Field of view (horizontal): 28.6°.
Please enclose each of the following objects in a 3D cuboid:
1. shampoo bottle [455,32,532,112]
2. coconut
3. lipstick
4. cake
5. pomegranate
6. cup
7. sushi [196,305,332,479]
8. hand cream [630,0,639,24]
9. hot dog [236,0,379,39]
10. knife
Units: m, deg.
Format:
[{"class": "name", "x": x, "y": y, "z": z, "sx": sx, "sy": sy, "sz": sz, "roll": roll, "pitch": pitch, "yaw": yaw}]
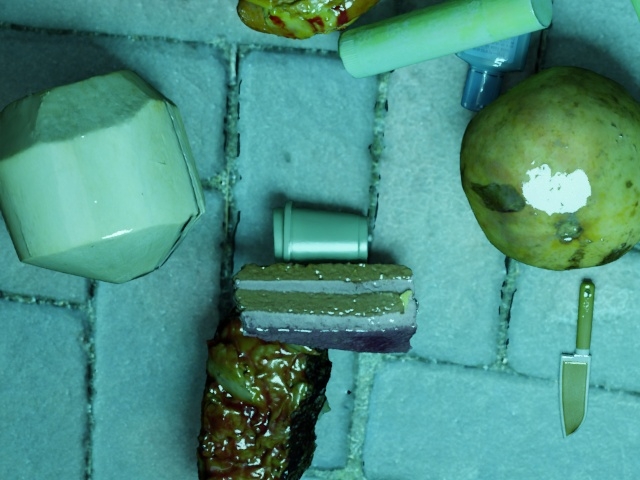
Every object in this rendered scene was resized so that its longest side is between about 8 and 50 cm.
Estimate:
[{"class": "shampoo bottle", "x": 0.246, "y": -0.304, "z": 1.736, "sx": 0.103, "sy": 0.061, "sz": 0.258, "roll": 16, "pitch": 107, "yaw": 14}, {"class": "coconut", "x": -0.323, "y": -0.079, "z": 1.801, "sx": 0.323, "sy": 0.323, "sz": 0.323, "roll": 3, "pitch": 105, "yaw": 11}, {"class": "lipstick", "x": 0.162, "y": -0.286, "z": 1.708, "sx": 0.304, "sy": 0.076, "sz": 0.076, "roll": -10, "pitch": 103, "yaw": 34}, {"class": "cake", "x": 0.019, "y": 0.089, "z": 1.781, "sx": 0.295, "sy": 0.116, "sz": 0.113, "roll": 5, "pitch": 147, "yaw": -24}, {"class": "pomegranate", "x": 0.327, "y": -0.096, "z": 1.676, "sx": 0.281, "sy": 0.281, "sz": 0.281, "roll": 3, "pitch": 105, "yaw": 11}, {"class": "cup", "x": 0.000, "y": 0.000, "z": 1.852, "sx": 0.141, "sy": 0.120, "sz": 0.120, "roll": -1, "pitch": 105, "yaw": -3}, {"class": "sushi", "x": -0.082, "y": 0.242, "z": 1.893, "sx": 0.196, "sy": 0.182, "sz": 0.343, "roll": 9, "pitch": 109, "yaw": 2}, {"class": "hand cream", "x": 0.431, "y": -0.380, "z": 1.688, "sx": 0.095, "sy": 0.046, "sz": 0.175, "roll": -32, "pitch": 103, "yaw": 17}, {"class": "hot dog", "x": -0.013, "y": -0.359, "z": 1.739, "sx": 0.256, "sy": 0.150, "sz": 0.153, "roll": -14, "pitch": 91, "yaw": 15}, {"class": "knife", "x": 0.378, "y": 0.178, "z": 1.859, "sx": 0.046, "sy": 0.022, "sz": 0.256, "roll": 2, "pitch": 110, "yaw": 4}]
